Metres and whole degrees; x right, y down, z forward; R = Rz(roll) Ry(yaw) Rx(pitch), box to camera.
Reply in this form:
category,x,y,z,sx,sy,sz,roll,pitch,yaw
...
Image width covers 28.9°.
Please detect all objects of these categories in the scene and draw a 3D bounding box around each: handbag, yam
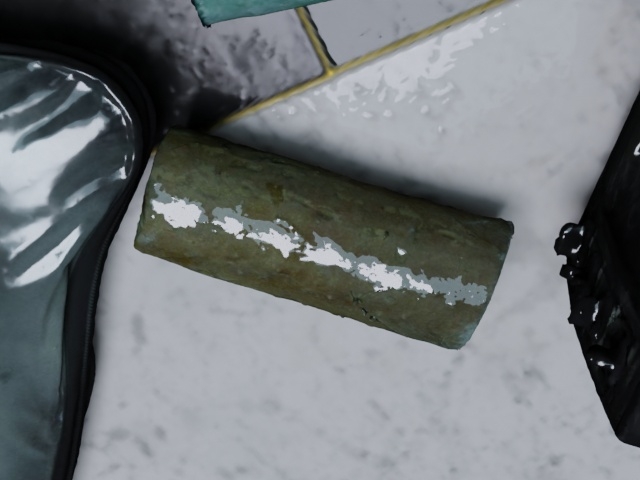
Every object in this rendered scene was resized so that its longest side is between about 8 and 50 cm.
category,x,y,z,sx,sy,sz,roll,pitch,yaw
handbag,-0.200,0.024,0.620,0.192,0.075,0.332,18,119,1
yam,0.000,0.000,0.584,0.169,0.068,0.068,16,115,-1

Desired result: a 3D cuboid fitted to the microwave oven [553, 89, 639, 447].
category,x,y,z,sx,sy,sz,roll,pitch,yaw
microwave oven,0.215,-0.037,0.482,0.188,0.178,0.247,17,115,-2

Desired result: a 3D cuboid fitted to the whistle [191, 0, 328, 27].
category,x,y,z,sx,sy,sz,roll,pitch,yaw
whistle,0.035,-0.128,0.537,0.186,0.039,0.039,-9,113,11
